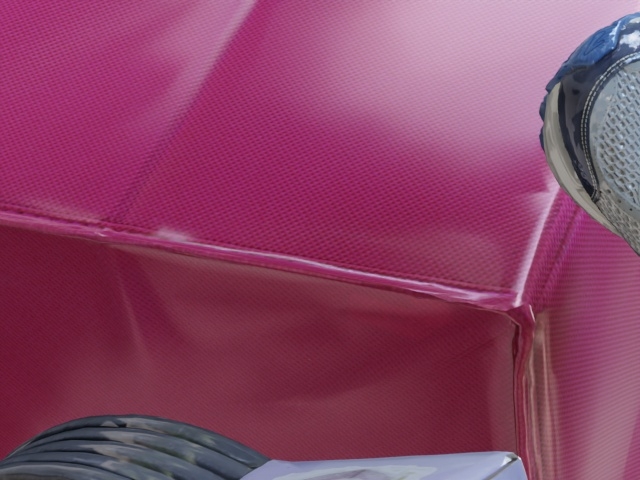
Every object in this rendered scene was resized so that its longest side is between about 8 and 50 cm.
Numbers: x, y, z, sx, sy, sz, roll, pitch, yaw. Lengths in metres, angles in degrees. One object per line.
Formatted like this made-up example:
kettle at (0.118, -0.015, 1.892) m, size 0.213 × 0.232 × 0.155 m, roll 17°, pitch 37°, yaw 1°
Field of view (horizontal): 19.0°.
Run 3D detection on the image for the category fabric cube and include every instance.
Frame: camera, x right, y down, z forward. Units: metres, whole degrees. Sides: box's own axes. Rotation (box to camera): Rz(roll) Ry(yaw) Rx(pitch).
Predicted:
fabric cube at (0.000, 0.000, 0.685) m, size 0.254 × 0.259 × 0.258 m, roll 82°, pitch 26°, yaw -43°

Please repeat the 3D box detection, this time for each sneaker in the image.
sneaker at (0.101, 0.002, 0.439) m, size 0.135 × 0.052 × 0.058 m, roll 46°, pitch 4°, yaw -34°

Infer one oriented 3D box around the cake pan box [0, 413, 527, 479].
cake pan box at (-0.031, 0.176, 0.453) m, size 0.070 × 0.245 × 0.267 m, roll -25°, pitch 101°, yaw -46°
